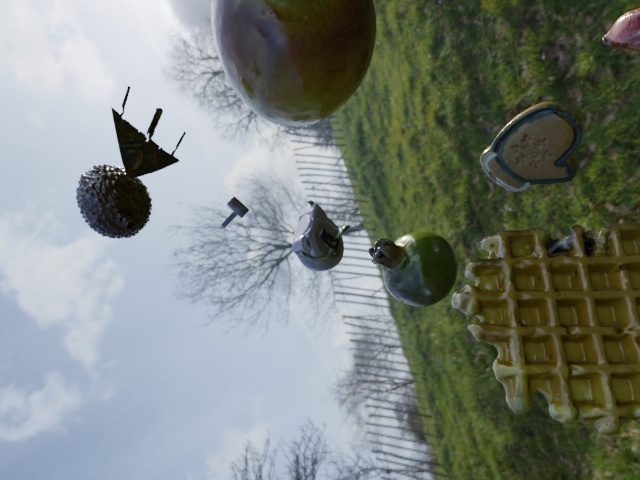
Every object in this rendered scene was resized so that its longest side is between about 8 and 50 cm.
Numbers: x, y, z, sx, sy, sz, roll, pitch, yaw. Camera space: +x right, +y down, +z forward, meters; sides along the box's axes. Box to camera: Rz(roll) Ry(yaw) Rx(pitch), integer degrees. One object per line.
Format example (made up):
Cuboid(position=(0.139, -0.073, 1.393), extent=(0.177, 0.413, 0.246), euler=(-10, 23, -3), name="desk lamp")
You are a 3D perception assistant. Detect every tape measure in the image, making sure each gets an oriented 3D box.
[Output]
Cuboid(position=(0.003, 0.000, 1.458), extent=(0.178, 0.105, 0.196), euler=(37, -134, -35), name="tape measure")

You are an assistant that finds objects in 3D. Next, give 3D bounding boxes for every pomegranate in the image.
Cuboid(position=(0.218, 0.054, 1.075), extent=(0.210, 0.179, 0.180), euler=(44, -143, -51), name="pomegranate")

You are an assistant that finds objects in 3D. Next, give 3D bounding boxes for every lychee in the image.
Cuboid(position=(-0.548, -0.101, 1.263), extent=(0.238, 0.200, 0.200), euler=(36, 162, 39), name="lychee")

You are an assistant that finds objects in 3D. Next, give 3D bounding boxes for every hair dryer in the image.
Cuboid(position=(-0.276, -0.076, 1.438), extent=(0.063, 0.114, 0.037), euler=(42, -159, -12), name="hair dryer")

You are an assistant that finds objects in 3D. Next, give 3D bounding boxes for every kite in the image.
Cuboid(position=(-0.340, -0.189, 0.917), extent=(0.183, 0.010, 0.160), euler=(40, -115, -55), name="kite")

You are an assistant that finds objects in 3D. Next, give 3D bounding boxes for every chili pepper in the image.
Cuboid(position=(0.728, -0.456, 1.006), extent=(0.144, 0.252, 0.137), euler=(-35, -64, -28), name="chili pepper")

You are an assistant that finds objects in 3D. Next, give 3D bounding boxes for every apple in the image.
Cuboid(position=(-0.059, -0.454, 1.057), extent=(0.374, 0.373, 0.384), euler=(46, -155, -66), name="apple")

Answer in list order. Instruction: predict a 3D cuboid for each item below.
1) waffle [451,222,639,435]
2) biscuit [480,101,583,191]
Cuboid(position=(0.313, 0.072, 0.548), extent=(0.283, 0.309, 0.065), euler=(42, 166, 22), name="waffle")
Cuboid(position=(0.723, -0.288, 1.577), extent=(0.287, 0.344, 0.057), euler=(38, -133, -3), name="biscuit")
